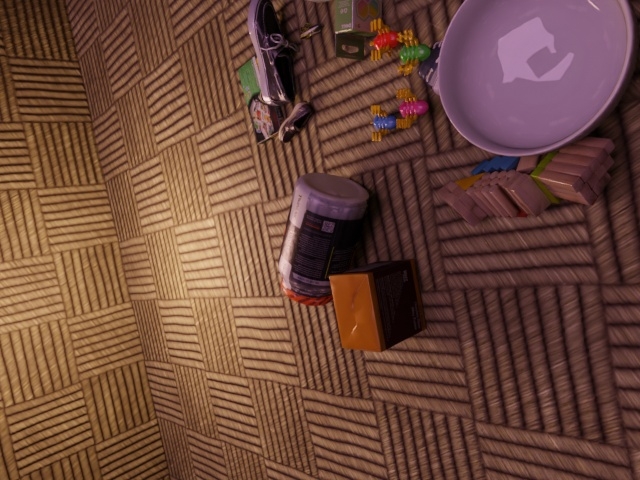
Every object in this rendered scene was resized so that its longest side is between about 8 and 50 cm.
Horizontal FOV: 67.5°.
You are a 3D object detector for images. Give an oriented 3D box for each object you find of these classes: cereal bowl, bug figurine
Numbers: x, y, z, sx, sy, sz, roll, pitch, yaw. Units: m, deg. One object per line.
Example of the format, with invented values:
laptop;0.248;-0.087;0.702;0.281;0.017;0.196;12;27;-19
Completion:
cereal bowl;0.397;-0.323;0.880;0.339;0.141;0.338;10;104;44
bug figurine;0.180;-0.371;1.122;0.216;0.072;0.278;-147;51;-59

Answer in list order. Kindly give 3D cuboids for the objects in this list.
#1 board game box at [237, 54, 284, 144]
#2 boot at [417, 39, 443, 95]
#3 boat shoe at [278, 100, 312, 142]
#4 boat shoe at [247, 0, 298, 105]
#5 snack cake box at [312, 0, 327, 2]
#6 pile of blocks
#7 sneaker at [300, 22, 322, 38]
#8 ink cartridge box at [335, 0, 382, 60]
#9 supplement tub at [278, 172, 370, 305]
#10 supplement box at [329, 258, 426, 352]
board game box;-0.190;-0.455;1.540;0.136;0.030;0.259;-15;89;49
boot;0.279;-0.417;1.035;0.086;0.069;0.189;54;134;29
boat shoe;-0.076;-0.345;1.429;0.049;0.056;0.152;59;134;25
boat shoe;-0.130;-0.553;1.395;0.105;0.113;0.305;7;108;38
snack cake box;0.021;-0.758;1.202;0.152;0.089;0.263;10;108;45
pile of blocks;0.414;-0.109;0.969;0.113;0.148;0.362;41;155;-25
sneaker;-0.030;-0.593;1.337;0.083;0.031;0.035;-5;96;46
ink cartridge box;0.093;-0.554;1.164;0.062;0.109;0.209;14;110;44
supplement tub;0.000;0.000;1.328;0.207;0.207;0.337;35;122;35
supplement box;0.150;0.160;1.222;0.129;0.194;0.191;-7;95;46
